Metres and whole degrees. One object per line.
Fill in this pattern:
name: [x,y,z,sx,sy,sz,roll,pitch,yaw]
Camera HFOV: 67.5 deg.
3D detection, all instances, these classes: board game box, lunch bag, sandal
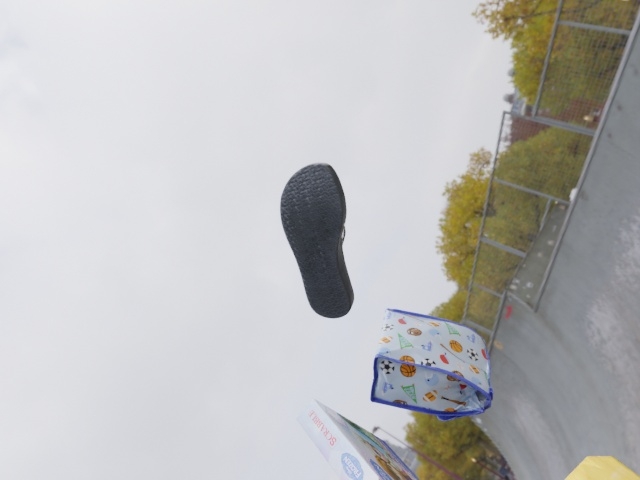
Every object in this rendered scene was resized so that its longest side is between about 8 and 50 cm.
board game box: [0.134,0.515,1.043,0.066,0.319,0.318,-51,-53,-5]
lunch bag: [0.388,0.430,1.663,0.327,0.386,0.238,-62,-24,-61]
sandal: [-0.001,0.000,0.725,0.054,0.097,0.254,-58,-33,-56]

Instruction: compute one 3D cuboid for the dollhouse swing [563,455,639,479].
dollhouse swing: [0.703,0.736,1.068,0.347,0.305,0.315,-37,-71,-13]
